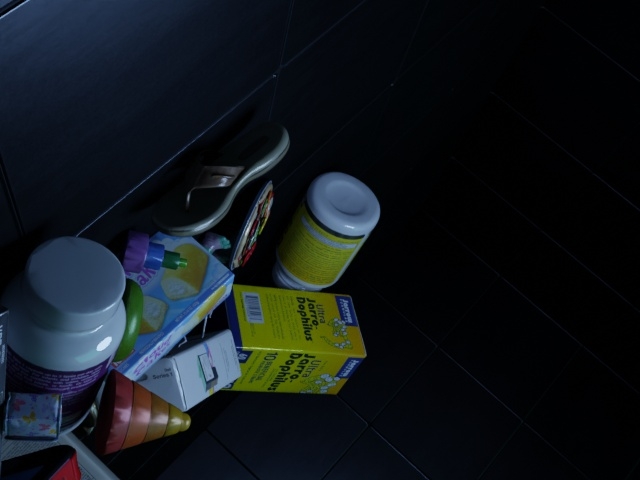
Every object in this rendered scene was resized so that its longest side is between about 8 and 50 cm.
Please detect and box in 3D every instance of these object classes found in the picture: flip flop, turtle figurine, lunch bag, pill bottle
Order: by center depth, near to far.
[{"bbox_3d":[-0.375,0.237,1.136,0.083,0.071,0.053,118,-28,-51],"label":"lunch bag"},{"bbox_3d":[-0.363,0.134,1.189,0.169,0.169,0.301,-39,167,-45],"label":"pill bottle"},{"bbox_3d":[-0.160,-0.110,1.367,0.277,0.112,0.080,-42,143,-22],"label":"flip flop"},{"bbox_3d":[-0.255,0.102,1.682,0.175,0.118,0.234,-30,-151,61],"label":"turtle figurine"},{"bbox_3d":[0.000,0.000,2.186,0.188,0.188,0.334,-39,166,-45],"label":"pill bottle"}]

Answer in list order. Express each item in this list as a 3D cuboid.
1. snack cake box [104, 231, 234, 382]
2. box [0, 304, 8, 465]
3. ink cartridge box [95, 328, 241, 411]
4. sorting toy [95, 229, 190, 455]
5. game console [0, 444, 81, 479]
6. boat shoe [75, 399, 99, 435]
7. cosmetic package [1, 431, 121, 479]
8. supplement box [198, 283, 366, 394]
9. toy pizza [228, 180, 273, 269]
[{"bbox_3d":[-0.291,0.108,1.451,0.264,0.152,0.089,-44,169,-28],"label":"snack cake box"},{"bbox_3d":[-0.486,0.238,1.018,0.242,0.077,0.307,-35,141,-57],"label":"box"},{"bbox_3d":[-0.320,0.284,1.834,0.201,0.117,0.278,-13,-178,18],"label":"ink cartridge box"},{"bbox_3d":[-0.249,0.150,1.299,0.127,0.126,0.365,126,-30,-47],"label":"sorting toy"},{"bbox_3d":[-0.541,0.406,1.185,0.342,0.060,0.386,-13,-170,13],"label":"game console"},{"bbox_3d":[-0.486,0.351,1.823,0.072,0.068,0.190,-57,-175,-30],"label":"boat shoe"},{"bbox_3d":[-0.462,0.456,1.571,0.160,0.309,0.113,-46,171,-13],"label":"cosmetic package"},{"bbox_3d":[-0.099,0.252,2.175,0.357,0.195,0.194,7,137,-25],"label":"supplement box"},{"bbox_3d":[-0.134,-0.027,1.774,0.201,0.032,0.201,24,90,-89],"label":"toy pizza"}]
